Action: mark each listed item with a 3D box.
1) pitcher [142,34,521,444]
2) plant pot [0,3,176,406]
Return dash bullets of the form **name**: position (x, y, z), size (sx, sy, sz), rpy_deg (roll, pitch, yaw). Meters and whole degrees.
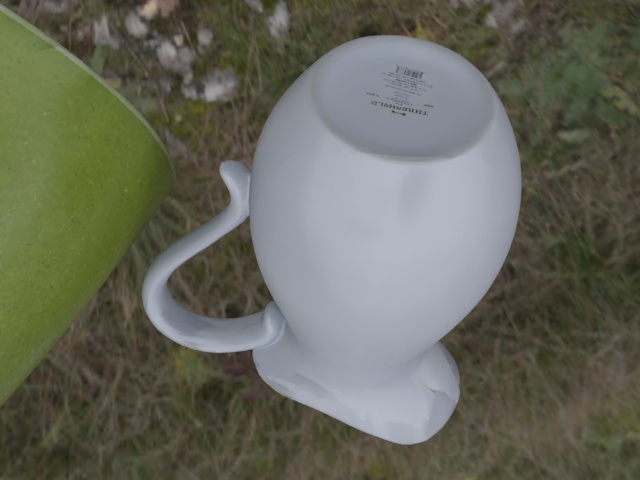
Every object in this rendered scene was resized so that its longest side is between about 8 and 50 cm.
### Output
- **pitcher**: position (0.000, 0.000, 0.681), size (0.177, 0.125, 0.207), rpy_deg (10, 139, 1)
- **plant pot**: position (-0.260, 0.031, 0.700), size (0.275, 0.275, 0.293), rpy_deg (32, 74, -22)
